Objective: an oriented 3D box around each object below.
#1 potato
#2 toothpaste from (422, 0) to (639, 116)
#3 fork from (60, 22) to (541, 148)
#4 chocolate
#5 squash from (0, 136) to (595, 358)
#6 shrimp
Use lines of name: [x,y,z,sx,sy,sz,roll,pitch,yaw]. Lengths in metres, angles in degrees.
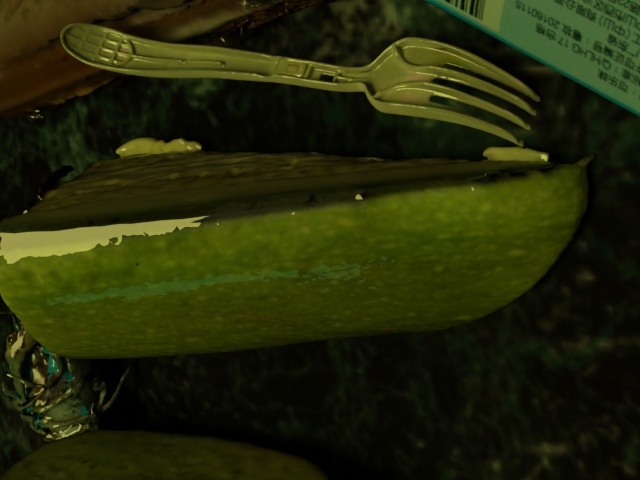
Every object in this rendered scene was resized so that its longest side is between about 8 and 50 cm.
potato: [-0.092,0.178,0.739,0.298,0.141,0.176,-27,99,37]
toothpaste: [0.126,-0.068,0.471,0.267,0.050,0.065,32,140,22]
fork: [-0.017,-0.074,0.614,0.219,0.028,0.034,13,76,25]
chocolate: [-0.077,-0.126,0.671,0.329,0.065,0.102,-12,96,47]
squash: [0.000,0.000,0.672,0.252,0.169,0.093,-7,104,11]
shrimp: [-0.142,0.082,0.818,0.082,0.076,0.174,-101,17,-57]
